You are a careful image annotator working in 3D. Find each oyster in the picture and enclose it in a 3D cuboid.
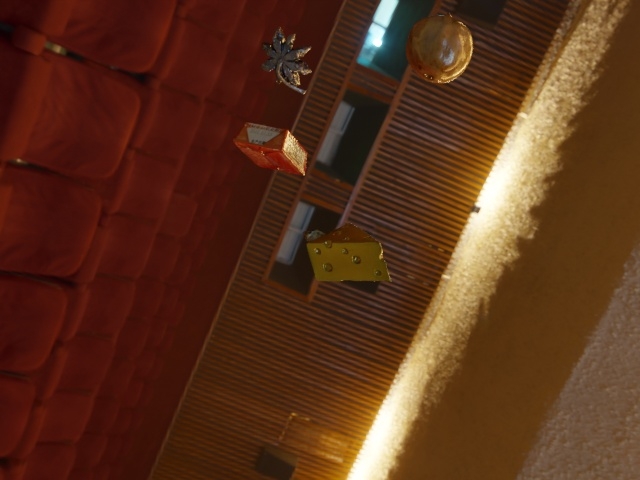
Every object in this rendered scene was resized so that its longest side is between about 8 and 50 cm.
[{"bbox_3d":[0.000,0.001,1.868,0.132,0.086,0.029,-122,-159,-44],"label":"oyster"}]

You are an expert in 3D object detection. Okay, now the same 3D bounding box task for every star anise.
[{"bbox_3d":[-0.128,-0.658,2.223,0.230,0.262,0.081,-12,-159,27],"label":"star anise"}]

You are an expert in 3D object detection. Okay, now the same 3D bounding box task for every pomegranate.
[{"bbox_3d":[0.363,-0.582,1.824,0.207,0.207,0.207,-47,-148,42],"label":"pomegranate"}]

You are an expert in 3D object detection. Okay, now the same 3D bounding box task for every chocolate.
[{"bbox_3d":[-0.188,-0.364,2.382,0.235,0.237,0.107,15,-104,27],"label":"chocolate"}]

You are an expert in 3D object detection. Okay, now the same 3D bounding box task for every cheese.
[{"bbox_3d":[0.076,0.033,1.250,0.171,0.126,0.093,14,-57,54],"label":"cheese"}]
